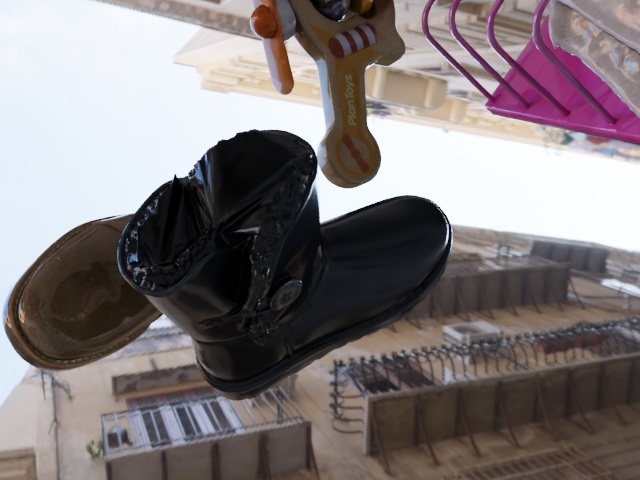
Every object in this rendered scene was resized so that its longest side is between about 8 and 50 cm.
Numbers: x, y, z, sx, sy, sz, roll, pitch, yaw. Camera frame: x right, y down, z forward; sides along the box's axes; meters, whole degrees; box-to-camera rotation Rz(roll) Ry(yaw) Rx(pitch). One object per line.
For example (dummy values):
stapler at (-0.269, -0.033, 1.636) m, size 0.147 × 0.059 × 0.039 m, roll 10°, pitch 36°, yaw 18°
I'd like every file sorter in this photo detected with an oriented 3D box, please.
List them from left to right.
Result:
file sorter at (0.274, -0.248, 0.708) m, size 0.182 × 0.291 × 0.202 m, roll 34°, pitch -88°, yaw -29°

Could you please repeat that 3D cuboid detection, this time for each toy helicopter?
toy helicopter at (0.011, -0.242, 0.871) m, size 0.235 × 0.140 × 0.354 m, roll 2°, pitch -103°, yaw -30°

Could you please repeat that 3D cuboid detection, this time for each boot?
boot at (-0.137, 0.008, 0.601) m, size 0.305 × 0.115 × 0.112 m, roll -37°, pitch -79°, yaw -52°
boot at (0.000, 0.000, 0.465) m, size 0.247 × 0.094 × 0.207 m, roll -32°, pitch -28°, yaw -15°

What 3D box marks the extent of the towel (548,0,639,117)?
towel at (0.232, -0.137, 0.235) m, size 0.049 × 0.187 × 0.282 m, roll 9°, pitch -48°, yaw -49°
